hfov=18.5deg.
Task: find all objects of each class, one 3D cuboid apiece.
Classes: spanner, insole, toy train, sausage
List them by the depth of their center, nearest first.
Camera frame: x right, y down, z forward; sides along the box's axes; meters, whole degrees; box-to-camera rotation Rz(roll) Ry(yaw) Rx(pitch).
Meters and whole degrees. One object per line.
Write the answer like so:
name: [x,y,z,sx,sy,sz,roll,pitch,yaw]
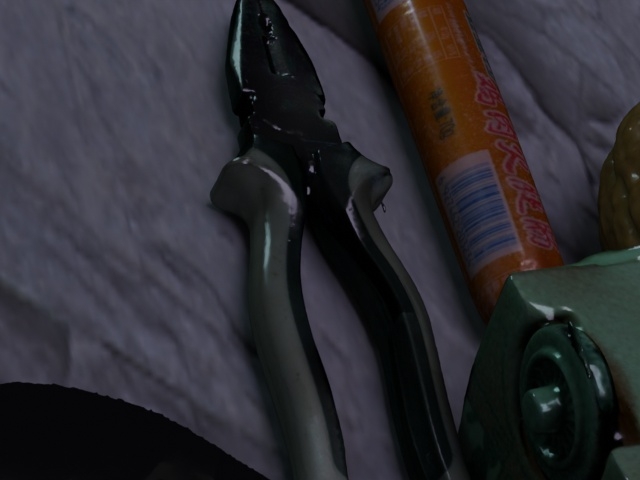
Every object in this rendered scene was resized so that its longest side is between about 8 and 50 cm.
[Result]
toy train: [0.168,0.149,0.832,0.129,0.159,0.326,-8,46,-22]
insole: [-0.052,0.121,0.871,0.232,0.003,0.080,25,46,-8]
spanner: [0.000,0.000,0.971,0.095,0.040,0.325,2,53,-25]
sausage: [0.067,-0.085,1.067,0.053,0.053,0.348,1,53,-27]

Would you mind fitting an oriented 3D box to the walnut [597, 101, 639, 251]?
walnut: [0.224,0.003,1.013,0.155,0.155,0.184,3,55,-26]
